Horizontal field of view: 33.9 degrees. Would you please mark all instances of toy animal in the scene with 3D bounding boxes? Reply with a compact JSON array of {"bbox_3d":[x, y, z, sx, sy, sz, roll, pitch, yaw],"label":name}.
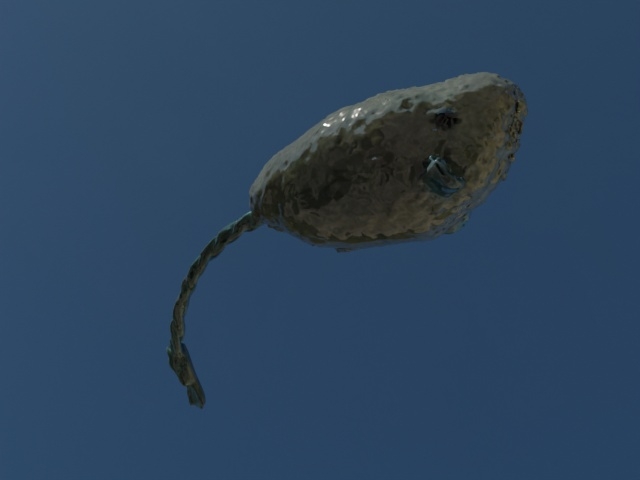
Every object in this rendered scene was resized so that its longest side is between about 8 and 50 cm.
[{"bbox_3d":[-0.009,-0.005,0.523,0.253,0.070,0.079,-35,-116,26],"label":"toy animal"}]
